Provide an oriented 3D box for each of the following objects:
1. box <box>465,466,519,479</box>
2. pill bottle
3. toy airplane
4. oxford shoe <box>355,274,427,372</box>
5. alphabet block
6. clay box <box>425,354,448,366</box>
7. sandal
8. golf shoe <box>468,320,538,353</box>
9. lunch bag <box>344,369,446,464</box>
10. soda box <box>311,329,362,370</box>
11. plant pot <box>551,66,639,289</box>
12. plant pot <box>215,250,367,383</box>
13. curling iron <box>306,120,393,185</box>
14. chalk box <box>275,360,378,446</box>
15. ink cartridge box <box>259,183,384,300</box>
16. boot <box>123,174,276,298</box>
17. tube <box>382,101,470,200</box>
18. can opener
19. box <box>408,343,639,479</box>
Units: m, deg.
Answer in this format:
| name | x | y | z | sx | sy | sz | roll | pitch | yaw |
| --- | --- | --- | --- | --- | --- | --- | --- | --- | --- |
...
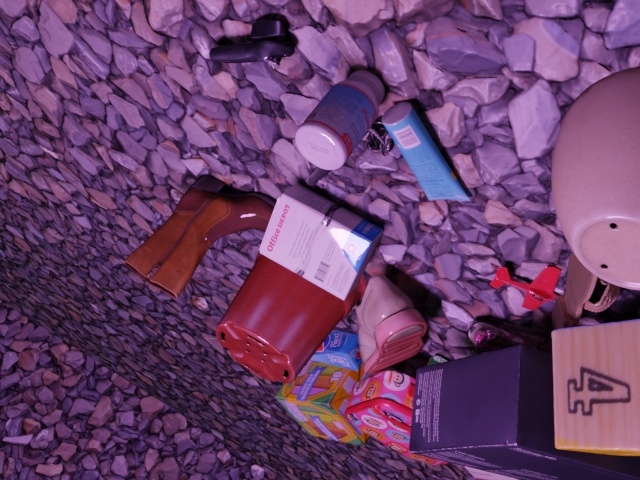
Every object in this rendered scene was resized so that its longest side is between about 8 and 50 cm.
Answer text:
| name | x | y | z | sx | sy | sz | roll | pitch | yaw |
| --- | --- | --- | --- | --- | --- | --- | --- | --- | --- |
| box | 0.490 | 0.576 | 1.786 | 0.232 | 0.126 | 0.149 | 48 | 147 | -21 |
| pill bottle | 0.036 | -0.190 | 1.127 | 0.087 | 0.160 | 0.087 | 25 | 148 | 17 |
| toy airplane | 0.371 | 0.082 | 1.311 | 0.151 | 0.028 | 0.151 | 24 | 147 | 17 |
| oxford shoe | 0.146 | 0.191 | 1.623 | 0.397 | 0.141 | 0.146 | 100 | 147 | -64 |
| alphabet block | 0.506 | 0.243 | 1.171 | 0.193 | 0.197 | 0.193 | 14 | 160 | -32 |
| clay box | 0.293 | 0.360 | 1.746 | 0.128 | 0.053 | 0.222 | 27 | 150 | 9 |
| sandal | 0.453 | 0.082 | 1.209 | 0.079 | 0.088 | 0.240 | -3 | 142 | -2 |
| golf shoe | 0.379 | 0.213 | 1.467 | 0.186 | 0.067 | 0.086 | 32 | -166 | -17 |
| lunch bag | 0.229 | 0.412 | 1.707 | 0.293 | 0.120 | 0.258 | 30 | 147 | -14 |
| soda box | 0.016 | 0.273 | 1.882 | 0.210 | 0.067 | 0.071 | 5 | 138 | 39 |
| plant pot | 0.417 | -0.049 | 0.927 | 0.284 | 0.191 | 0.284 | 24 | 147 | 17 |
| plant pot | -0.078 | 0.151 | 1.610 | 0.273 | 0.265 | 0.272 | 24 | 147 | 17 |
| curling iron | 0.041 | -0.145 | 1.309 | 0.068 | 0.035 | 0.274 | 43 | 148 | -13 |
| chalk box | 0.015 | 0.416 | 1.971 | 0.289 | 0.179 | 0.180 | -8 | 128 | 49 |
| ink cartridge box | 0.000 | 0.000 | 1.449 | 0.203 | 0.086 | 0.148 | 30 | 119 | 11 |
| boot | -0.232 | 0.003 | 1.536 | 0.264 | 0.280 | 0.096 | 27 | 149 | 14 |
| tube | 0.170 | -0.133 | 1.193 | 0.080 | 0.052 | 0.207 | 8 | 145 | 45 |
| can opener | -0.114 | -0.317 | 1.215 | 0.059 | 0.073 | 0.186 | 9 | 175 | -43 |
| box | 0.402 | 0.346 | 1.394 | 0.343 | 0.178 | 0.312 | 20 | 156 | -23 |
